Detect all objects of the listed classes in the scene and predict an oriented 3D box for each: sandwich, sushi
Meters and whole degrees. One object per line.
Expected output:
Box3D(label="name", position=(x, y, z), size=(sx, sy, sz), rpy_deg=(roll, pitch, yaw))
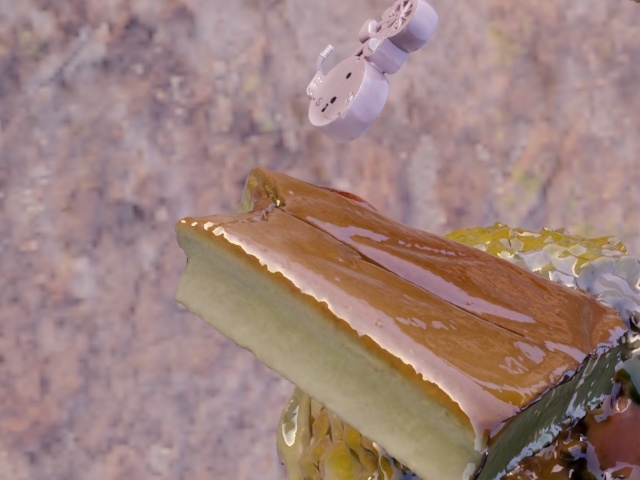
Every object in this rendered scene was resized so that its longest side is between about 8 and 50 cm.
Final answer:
Box3D(label="sandwich", position=(0.045, 0.028, 0.935), size=(0.063, 0.212, 0.245), rpy_deg=(-61, 163, 18))
Box3D(label="sushi", position=(0.144, 0.184, 1.291), size=(0.240, 0.351, 0.397), rpy_deg=(-114, -138, -82))

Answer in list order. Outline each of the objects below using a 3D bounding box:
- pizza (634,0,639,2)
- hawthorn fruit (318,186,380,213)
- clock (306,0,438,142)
Box3D(label="pizza", position=(0.294, -0.118, 0.953), size=(0.034, 0.262, 0.181), rpy_deg=(166, -76, -80))
Box3D(label="hawthorn fruit", position=(0.000, 0.000, 1.211), size=(0.081, 0.093, 0.081), rpy_deg=(-8, 109, -25))
Box3D(label="clock", position=(0.038, -0.138, 1.374), size=(0.041, 0.087, 0.129), rpy_deg=(34, 99, -28))
